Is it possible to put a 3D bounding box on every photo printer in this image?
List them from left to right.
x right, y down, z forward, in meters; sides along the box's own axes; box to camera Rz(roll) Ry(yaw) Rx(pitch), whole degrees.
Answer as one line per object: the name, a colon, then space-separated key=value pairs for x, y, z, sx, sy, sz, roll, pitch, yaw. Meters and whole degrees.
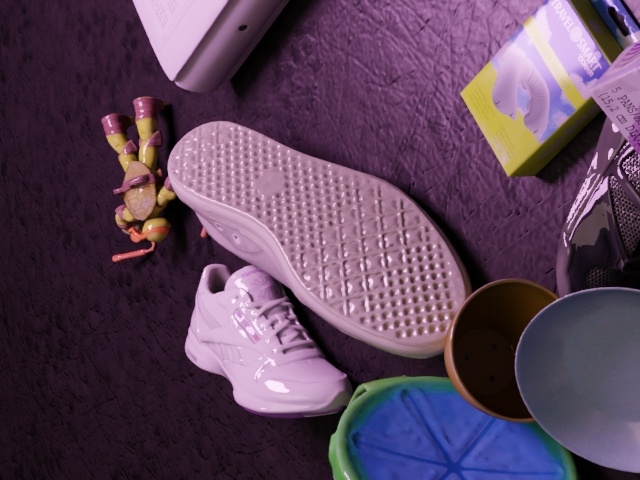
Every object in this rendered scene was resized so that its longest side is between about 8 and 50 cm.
photo printer: x=-0.126 y=-0.378 z=1.369 sx=0.307 sy=0.107 sz=0.256 roll=-47 pitch=59 yaw=41

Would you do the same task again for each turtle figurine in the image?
turtle figurine: x=-0.260 y=-0.082 z=1.575 sx=0.269 sy=0.087 sz=0.217 roll=-27 pitch=73 yaw=48

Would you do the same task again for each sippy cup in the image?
sippy cup: x=0.113 y=0.291 z=1.075 sx=0.240 sy=0.305 sz=0.224 roll=12 pitch=122 yaw=5

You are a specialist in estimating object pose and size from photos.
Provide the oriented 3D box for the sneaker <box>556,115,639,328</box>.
sneaker: x=0.283 y=-0.011 z=0.929 sx=0.130 sy=0.087 sz=0.227 roll=38 pitch=116 yaw=49

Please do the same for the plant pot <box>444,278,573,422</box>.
plant pot: x=0.173 y=0.111 z=1.056 sx=0.095 sy=0.134 sz=0.134 roll=136 pitch=122 yaw=-71

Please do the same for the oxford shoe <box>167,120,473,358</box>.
oxford shoe: x=0.000 y=0.000 z=1.252 sx=0.449 sy=0.169 sz=0.130 roll=32 pitch=159 yaw=36

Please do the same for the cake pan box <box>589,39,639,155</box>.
cake pan box: x=0.343 y=-0.063 z=0.730 sx=0.267 sy=0.070 sz=0.246 roll=49 pitch=152 yaw=-10

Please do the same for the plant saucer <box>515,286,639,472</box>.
plant saucer: x=0.269 y=0.115 z=0.952 sx=0.195 sy=0.037 sz=0.195 roll=12 pitch=124 yaw=19

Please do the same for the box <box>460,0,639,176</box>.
box: x=0.219 y=-0.154 z=1.028 sx=0.178 sy=0.042 sz=0.109 roll=-49 pitch=58 yaw=42

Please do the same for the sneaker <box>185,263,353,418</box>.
sneaker: x=-0.073 y=0.120 z=1.347 sx=0.305 sy=0.114 sz=0.152 roll=24 pitch=112 yaw=47
